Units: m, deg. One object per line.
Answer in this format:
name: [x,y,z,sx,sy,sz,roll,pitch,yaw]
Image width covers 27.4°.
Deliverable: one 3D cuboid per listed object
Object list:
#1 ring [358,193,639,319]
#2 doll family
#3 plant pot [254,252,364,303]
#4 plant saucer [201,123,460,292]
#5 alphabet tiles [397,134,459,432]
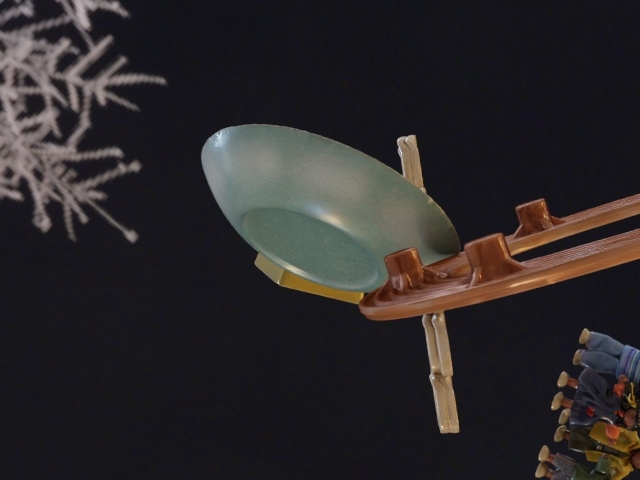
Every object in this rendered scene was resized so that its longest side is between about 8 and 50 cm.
ring: [0.179,-0.021,0.754,0.336,0.336,0.032,-18,-88,12]
doll family: [0.290,0.176,1.296,0.111,0.076,0.193,20,-67,30]
plant pot: [0.000,0.000,1.163,0.081,0.081,0.083,-144,-110,-67]
plant saucer: [-0.001,-0.008,0.909,0.194,0.195,0.037,13,-117,24]
alphabet tiles: [0.104,0.043,1.290,0.021,0.278,0.284,-8,-92,3]
